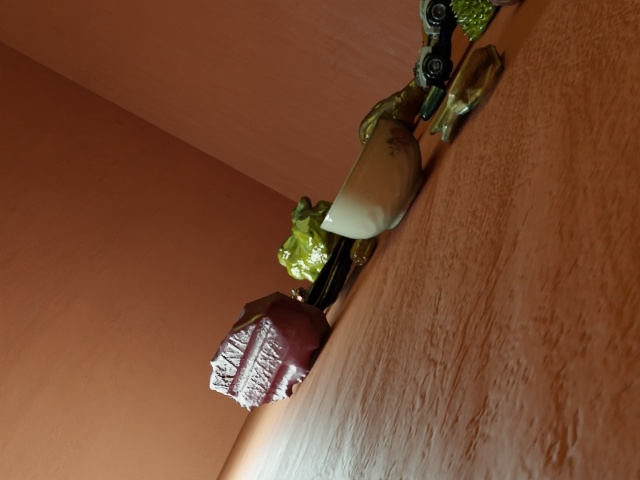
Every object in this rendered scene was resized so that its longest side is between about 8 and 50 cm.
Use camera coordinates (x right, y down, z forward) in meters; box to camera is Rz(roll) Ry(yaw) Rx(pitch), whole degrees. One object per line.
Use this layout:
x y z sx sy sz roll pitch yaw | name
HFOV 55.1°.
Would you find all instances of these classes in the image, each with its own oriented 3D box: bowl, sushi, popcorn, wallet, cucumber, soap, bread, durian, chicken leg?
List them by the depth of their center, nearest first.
0.122 -0.115 1.272 0.277 0.145 0.277 -60 1 3 | bowl
0.100 0.021 1.448 0.083 0.046 0.081 -58 8 38 | bread
-0.127 0.260 1.463 0.127 0.220 0.324 -70 7 -55 | soap
0.038 0.067 1.576 0.262 0.071 0.221 -63 -9 5 | wallet
0.444 -0.646 1.668 0.169 0.158 0.352 -25 12 16 | durian
-0.042 0.202 1.743 0.226 0.097 0.103 92 -167 -52 | sushi
0.318 -0.392 1.764 0.105 0.048 0.048 -61 1 22 | cucumber
0.003 0.006 1.855 0.276 0.226 0.276 -161 90 -82 | popcorn
0.312 -0.471 2.272 0.409 0.182 0.295 -45 15 14 | chicken leg

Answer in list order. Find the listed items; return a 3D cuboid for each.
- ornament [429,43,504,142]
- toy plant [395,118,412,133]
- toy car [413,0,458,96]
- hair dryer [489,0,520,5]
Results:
0.265 -0.277 1.083 0.180 0.059 0.201 -59 -2 -16 | ornament
0.214 -0.264 1.854 0.200 0.105 0.143 -66 -25 1 | toy plant
0.339 -0.580 1.827 0.193 0.118 0.301 -38 -46 -70 | toy car
0.402 -0.573 1.312 0.210 0.125 0.352 -63 -9 0 | hair dryer
